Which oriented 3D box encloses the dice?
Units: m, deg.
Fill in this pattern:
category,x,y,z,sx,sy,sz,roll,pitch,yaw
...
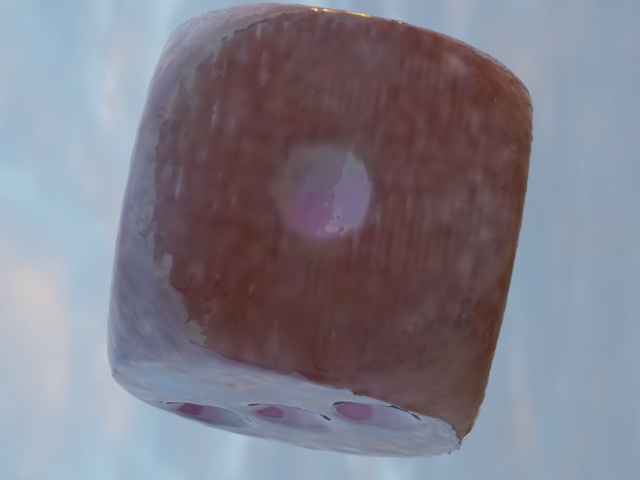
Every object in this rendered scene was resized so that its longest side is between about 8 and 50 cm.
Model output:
category,x,y,z,sx,sy,sz,roll,pitch,yaw
dice,0.000,0.000,0.467,0.091,0.093,0.094,95,-173,-77
